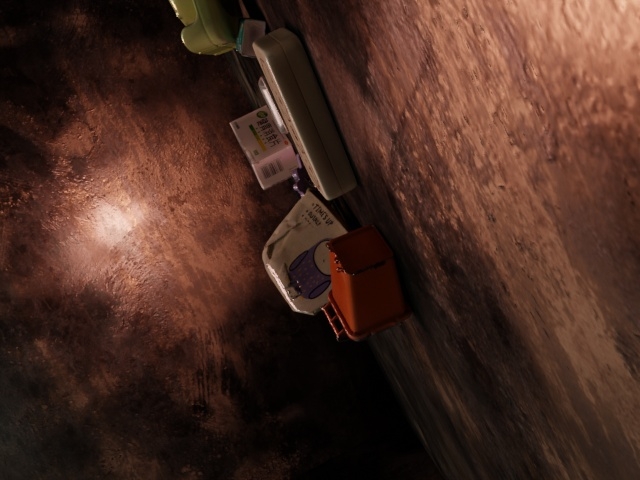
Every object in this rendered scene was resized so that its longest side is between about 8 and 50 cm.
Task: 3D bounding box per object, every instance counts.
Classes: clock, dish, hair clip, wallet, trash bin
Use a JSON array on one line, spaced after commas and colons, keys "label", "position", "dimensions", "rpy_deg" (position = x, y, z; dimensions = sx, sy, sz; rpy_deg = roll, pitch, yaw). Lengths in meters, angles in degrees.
[{"label": "clock", "position": [-0.304, -0.642, 1.535], "dimensions": [0.286, 0.117, 0.348], "rpy_deg": [-62, -45, -73]}, {"label": "dish", "position": [-0.103, -0.363, 1.642], "dimensions": [0.154, 0.064, 0.234], "rpy_deg": [64, 176, -11]}, {"label": "hair clip", "position": [-0.031, -0.141, 1.947], "dimensions": [0.137, 0.090, 0.278], "rpy_deg": [15, -135, -62]}, {"label": "wallet", "position": [-0.020, 0.027, 1.607], "dimensions": [0.335, 0.275, 0.068], "rpy_deg": [51, -167, 34]}, {"label": "trash bin", "position": [0.087, 0.096, 1.380], "dimensions": [0.239, 0.184, 0.161], "rpy_deg": [75, 169, -47]}]

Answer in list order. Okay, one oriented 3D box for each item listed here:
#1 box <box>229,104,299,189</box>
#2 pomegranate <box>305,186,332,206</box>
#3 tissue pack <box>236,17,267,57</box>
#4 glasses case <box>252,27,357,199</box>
[{"label": "box", "position": [-0.220, -0.375, 2.459], "dimensions": [0.333, 0.173, 0.145], "rpy_deg": [60, 174, 43]}, {"label": "pomegranate", "position": [0.013, 0.009, 1.797], "dimensions": [0.242, 0.242, 0.306], "rpy_deg": [67, -145, -49]}, {"label": "tissue pack", "position": [-0.157, -0.486, 1.489], "dimensions": [0.111, 0.079, 0.085], "rpy_deg": [-124, 39, -65]}, {"label": "glasses case", "position": [-0.029, -0.250, 1.255], "dimensions": [0.336, 0.076, 0.144], "rpy_deg": [65, 177, -30]}]
